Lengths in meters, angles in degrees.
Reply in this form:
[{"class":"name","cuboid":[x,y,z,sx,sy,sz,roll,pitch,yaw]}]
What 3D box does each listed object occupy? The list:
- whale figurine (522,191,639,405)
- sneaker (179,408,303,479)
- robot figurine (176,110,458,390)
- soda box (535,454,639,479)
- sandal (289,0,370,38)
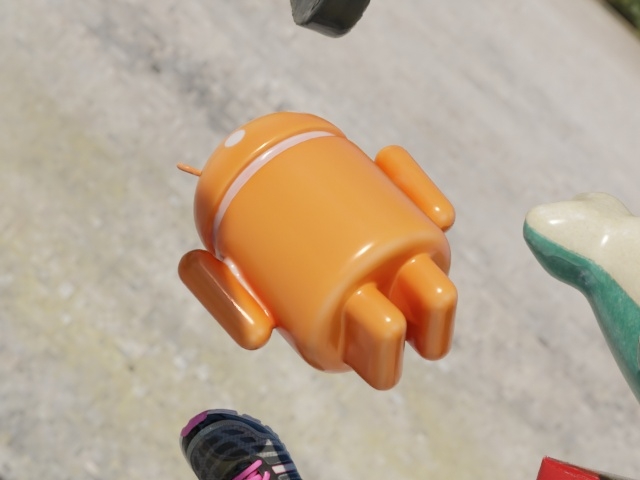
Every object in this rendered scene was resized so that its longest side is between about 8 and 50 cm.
[{"class":"whale figurine","cuboid":[0.244,0.074,1.298,0.272,0.141,0.216,35,23,20]},{"class":"sneaker","cuboid":[-0.033,0.188,1.405,0.170,0.063,0.075,52,3,-24]},{"class":"robot figurine","cuboid":[-0.002,0.000,1.327,0.219,0.158,0.128,47,11,31]},{"class":"soda box","cuboid":[0.257,0.227,1.424,0.263,0.092,0.083,18,0,-41]},{"class":"sandal","cuboid":[-0.018,-0.327,1.761,0.107,0.168,0.446,21,23,-17]}]
